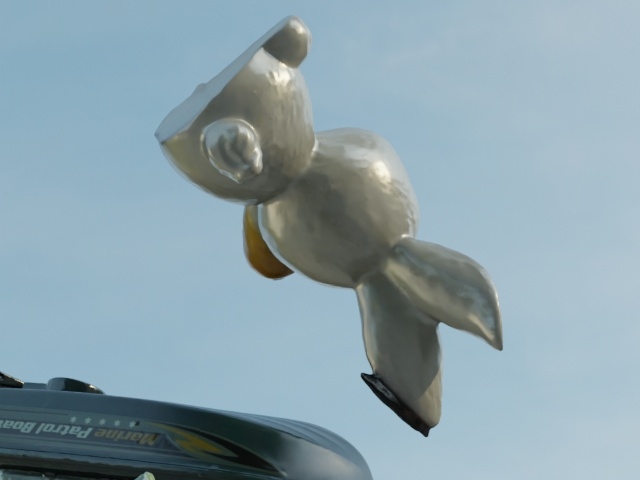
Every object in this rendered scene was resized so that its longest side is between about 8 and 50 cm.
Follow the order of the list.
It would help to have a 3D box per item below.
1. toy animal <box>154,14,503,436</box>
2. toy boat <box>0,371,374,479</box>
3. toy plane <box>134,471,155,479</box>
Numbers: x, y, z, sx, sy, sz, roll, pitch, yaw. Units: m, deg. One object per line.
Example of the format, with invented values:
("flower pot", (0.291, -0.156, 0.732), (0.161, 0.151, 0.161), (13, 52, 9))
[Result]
("toy animal", (0.000, 0.000, 0.647), (0.182, 0.127, 0.131), (43, -62, -17))
("toy boat", (-0.094, 0.154, 0.801), (0.296, 0.122, 0.114), (4, -29, 25))
("toy plane", (-0.092, 0.095, 0.391), (0.102, 0.040, 0.111), (-29, 1, -6))
